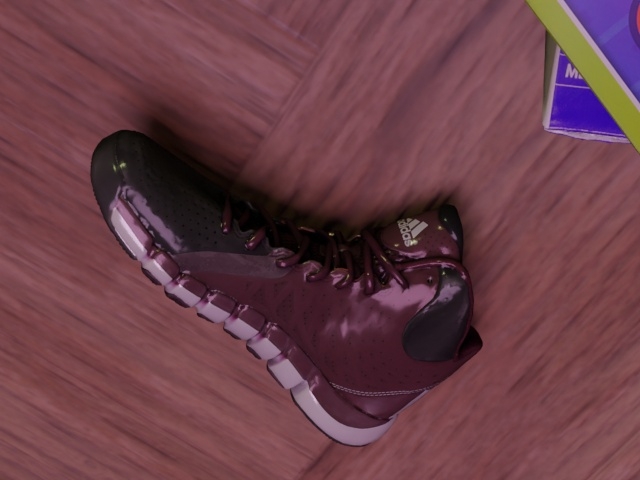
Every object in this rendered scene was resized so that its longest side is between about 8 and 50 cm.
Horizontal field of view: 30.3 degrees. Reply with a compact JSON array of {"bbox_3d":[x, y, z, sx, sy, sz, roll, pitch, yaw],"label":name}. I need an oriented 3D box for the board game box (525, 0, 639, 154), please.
[{"bbox_3d":[0.178,-0.150,0.419,0.233,0.078,0.347,-34,110,24],"label":"board game box"}]

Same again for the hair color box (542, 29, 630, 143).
[{"bbox_3d":[0.173,-0.232,0.527,0.110,0.185,0.339,6,121,8],"label":"hair color box"}]

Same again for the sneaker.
[{"bbox_3d":[0.000,0.000,0.756,0.162,0.106,0.281,-34,118,21],"label":"sneaker"}]
